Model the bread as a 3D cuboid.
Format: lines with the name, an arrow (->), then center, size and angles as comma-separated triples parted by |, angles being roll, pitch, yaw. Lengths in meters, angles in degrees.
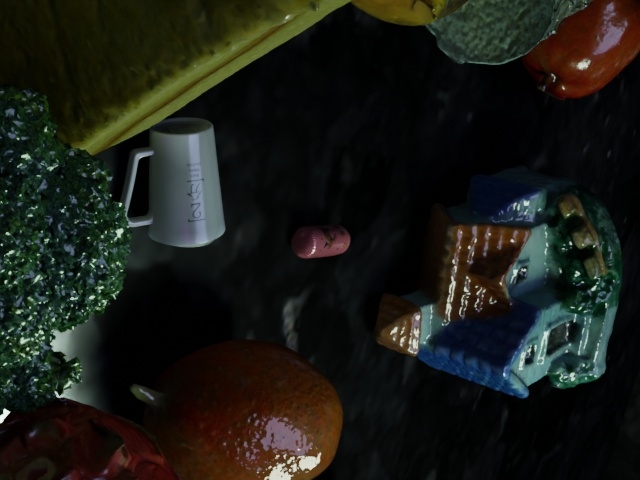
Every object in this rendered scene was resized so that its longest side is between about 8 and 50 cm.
bread -> -0.074, -0.146, 0.809 | 0.233, 0.361, 0.245 | -34, 131, -43

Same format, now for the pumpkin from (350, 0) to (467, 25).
pumpkin -> 0.088, -0.363, 1.053 | 0.139, 0.221, 0.317 | -48, 140, -29

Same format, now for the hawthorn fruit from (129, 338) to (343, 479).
hawthorn fruit -> -0.099, 0.189, 1.127 | 0.251, 0.199, 0.199 | 30, 81, -43

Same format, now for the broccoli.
broccoli -> -0.269, 0.002, 0.746 | 0.242, 0.269, 0.262 | -82, 179, -69

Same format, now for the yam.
yam -> 0.255, -0.367, 1.290 | 0.348, 0.241, 0.241 | -35, 134, -47

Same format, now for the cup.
cup -> -0.145, -0.053, 1.031 | 0.104, 0.074, 0.116 | -10, 115, -21

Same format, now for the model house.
model house -> 0.238, 0.067, 1.501 | 0.329, 0.251, 0.295 | -11, 116, -46

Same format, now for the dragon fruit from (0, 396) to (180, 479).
dragon fruit -> -0.203, 0.249, 0.822 | 0.241, 0.241, 0.252 | -23, 97, -48

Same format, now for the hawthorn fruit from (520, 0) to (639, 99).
hawthorn fruit -> 0.363, -0.296, 1.537 | 0.202, 0.185, 0.185 | -57, 145, -10

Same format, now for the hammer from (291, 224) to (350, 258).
hammer -> 0.000, 0.000, 1.286 | 0.083, 0.043, 0.043 | -8, 113, -51
